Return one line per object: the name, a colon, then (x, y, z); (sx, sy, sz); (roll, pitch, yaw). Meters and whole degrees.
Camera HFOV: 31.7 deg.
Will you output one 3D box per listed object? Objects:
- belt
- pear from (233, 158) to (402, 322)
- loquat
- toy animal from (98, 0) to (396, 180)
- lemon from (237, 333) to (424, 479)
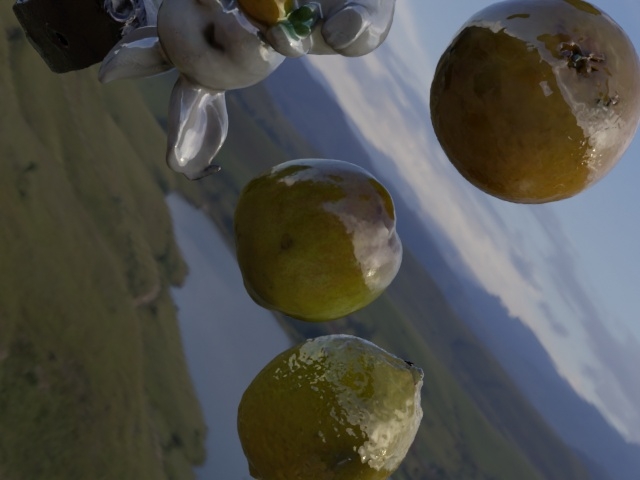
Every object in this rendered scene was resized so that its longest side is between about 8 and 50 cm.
belt: (-0.315, -0.316, 1.597); (0.164, 0.184, 0.289); (62, -19, -21)
pear: (0.000, 0.000, 1.300); (0.200, 0.200, 0.200); (56, -1, 1)
loquat: (0.267, -0.173, 1.387); (0.263, 0.263, 0.263); (56, -1, 1)
toy animal: (-0.062, -0.218, 1.130); (0.208, 0.325, 0.154); (51, 22, 9)
lemon: (0.015, 0.266, 1.711); (0.253, 0.310, 0.253); (56, 10, -15)
